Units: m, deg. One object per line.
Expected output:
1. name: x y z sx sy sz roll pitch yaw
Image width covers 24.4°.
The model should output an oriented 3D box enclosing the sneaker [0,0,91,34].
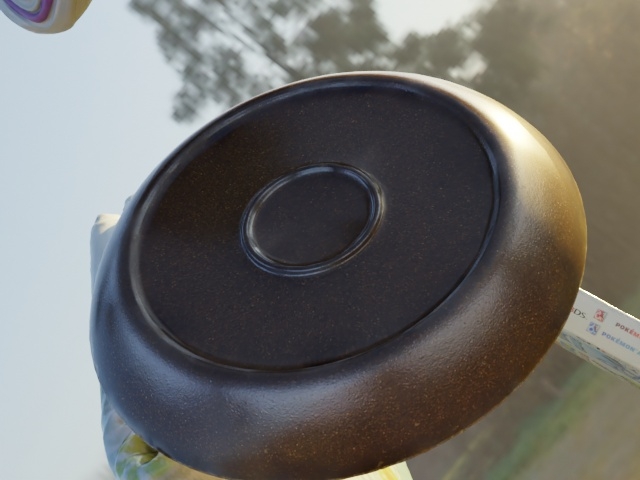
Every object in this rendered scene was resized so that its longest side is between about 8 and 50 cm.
1. sneaker: -0.154 -0.277 0.964 0.114 0.305 0.152 -10 -13 32

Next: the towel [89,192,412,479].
1. towel: -0.039 0.152 1.073 0.090 0.320 0.374 -40 28 10

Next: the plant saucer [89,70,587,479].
1. plant saucer: 0.000 0.000 0.881 0.310 0.311 0.050 -49 -38 -24

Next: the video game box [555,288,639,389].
1. video game box: 0.314 0.113 1.486 0.048 0.187 0.205 -58 -20 -3
